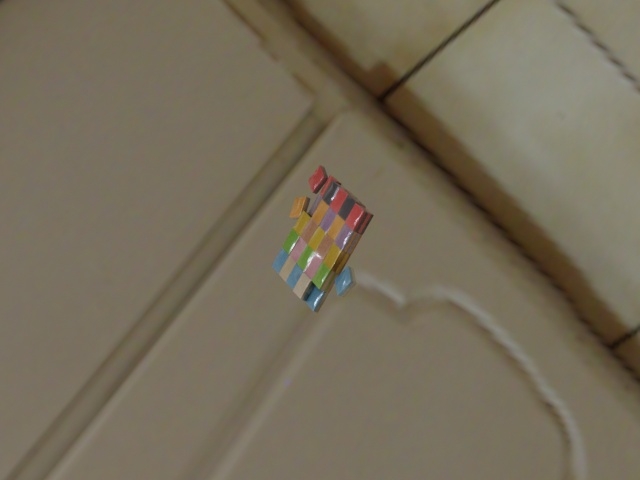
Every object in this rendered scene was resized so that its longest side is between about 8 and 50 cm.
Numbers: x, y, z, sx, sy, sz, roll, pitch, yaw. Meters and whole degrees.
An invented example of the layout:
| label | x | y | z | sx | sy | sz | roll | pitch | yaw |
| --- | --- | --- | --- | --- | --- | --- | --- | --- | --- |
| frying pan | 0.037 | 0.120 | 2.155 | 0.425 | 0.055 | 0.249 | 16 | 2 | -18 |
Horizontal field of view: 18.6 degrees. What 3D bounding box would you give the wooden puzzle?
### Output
| label | x | y | z | sx | sy | sz | roll | pitch | yaw |
| --- | --- | --- | --- | --- | --- | --- | --- | --- | --- |
| wooden puzzle | 0.000 | 0.000 | 0.852 | 0.006 | 0.083 | 0.049 | 25 | 100 | -28 |
